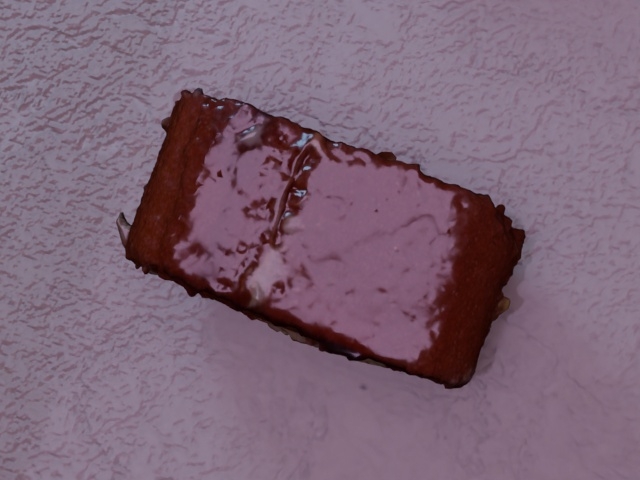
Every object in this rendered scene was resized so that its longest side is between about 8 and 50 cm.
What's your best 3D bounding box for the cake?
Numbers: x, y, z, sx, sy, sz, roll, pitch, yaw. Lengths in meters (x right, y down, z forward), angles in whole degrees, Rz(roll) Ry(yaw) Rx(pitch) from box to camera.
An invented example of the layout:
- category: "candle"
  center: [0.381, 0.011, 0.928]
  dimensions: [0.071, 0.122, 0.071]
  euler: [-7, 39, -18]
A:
- category: "cake"
  center: [0.000, 0.000, 1.347]
  dimensions: [0.283, 0.177, 0.151]
  euler: [19, 91, 4]
